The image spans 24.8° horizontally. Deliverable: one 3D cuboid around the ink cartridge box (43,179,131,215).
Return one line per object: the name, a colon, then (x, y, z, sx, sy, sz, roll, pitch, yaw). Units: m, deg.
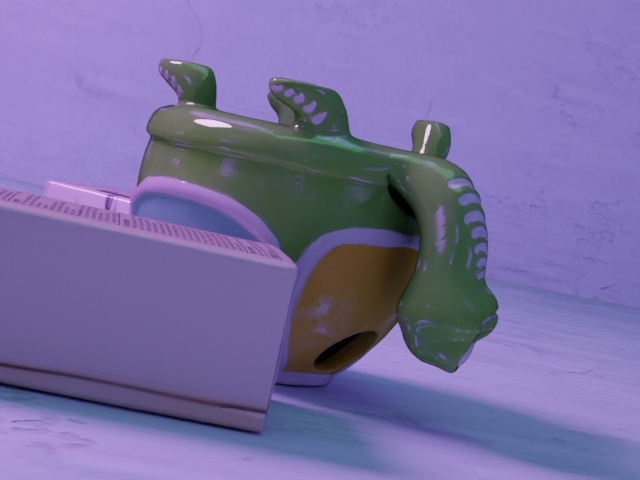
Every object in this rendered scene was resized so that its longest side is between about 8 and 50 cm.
ink cartridge box: (-0.194, -0.002, 1.665, 0.217, 0.092, 0.158, 12, 2, 22)

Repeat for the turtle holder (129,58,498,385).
turtle holder: (-0.001, -0.001, 1.156, 0.320, 0.227, 0.243, 14, 2, 13)

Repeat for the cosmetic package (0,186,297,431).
cosmetic package: (-0.181, 0.029, 0.947, 0.309, 0.113, 0.160, 11, 3, -7)
